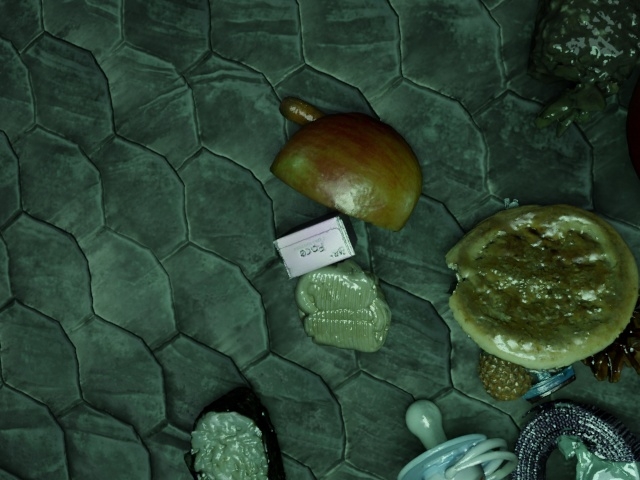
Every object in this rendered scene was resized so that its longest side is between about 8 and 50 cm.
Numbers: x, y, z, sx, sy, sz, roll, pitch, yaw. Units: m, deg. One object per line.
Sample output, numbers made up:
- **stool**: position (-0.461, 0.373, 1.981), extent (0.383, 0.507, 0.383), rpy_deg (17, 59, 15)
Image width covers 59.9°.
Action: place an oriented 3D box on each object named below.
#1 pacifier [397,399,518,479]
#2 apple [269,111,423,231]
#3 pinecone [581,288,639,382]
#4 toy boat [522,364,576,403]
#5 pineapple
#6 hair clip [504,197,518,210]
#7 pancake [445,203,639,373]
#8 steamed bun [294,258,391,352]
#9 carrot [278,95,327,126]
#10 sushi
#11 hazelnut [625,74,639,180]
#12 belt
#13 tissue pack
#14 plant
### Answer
- **pacifier**: position (0.278, 0.460, 1.251), extent (0.244, 0.299, 0.233), rpy_deg (-32, 50, 1)
- **apple**: position (0.066, -0.154, 1.244), extent (0.346, 0.179, 0.254), rpy_deg (22, 56, -3)
- **pinecone**: position (0.611, 0.186, 1.173), extent (0.229, 0.201, 0.202), rpy_deg (35, 108, -14)
- **toy boat**: position (0.514, 0.320, 1.267), extent (0.137, 0.060, 0.061), rpy_deg (-35, 63, 10)
- **pineapple**: position (0.385, 0.213, 1.251), extent (0.130, 0.119, 0.277), rpy_deg (-24, 93, -20)
- **hair clip**: position (0.429, -0.038, 1.266), extent (0.030, 0.039, 0.115), rpy_deg (8, 97, 12)
- **pancake**: position (0.437, 0.083, 1.133), extent (0.382, 0.071, 0.382), rpy_deg (-8, 57, 12)
- **steamed bun**: position (0.056, 0.137, 1.281), extent (0.218, 0.144, 0.211), rpy_deg (1, 110, 9)
- **carrot**: position (-0.012, -0.283, 1.312), extent (0.186, 0.060, 0.060), rpy_deg (28, 97, 2)
- **sushi**: position (-0.193, 0.542, 1.335), extent (0.211, 0.171, 0.350), rpy_deg (-16, 91, 8)
- **hazelnut**: position (0.781, -0.210, 1.039), extent (0.429, 0.402, 0.402), rpy_deg (34, 99, -18)
- **belt**: position (0.551, 0.515, 1.197), extent (0.260, 0.122, 0.325), rpy_deg (3, 85, 36)
- **tissue pack**: position (0.000, 0.000, 1.228), extent (0.148, 0.246, 0.092), rpy_deg (-21, 94, 9)
- **plant**: position (0.539, -0.367, 1.137), extent (0.213, 0.215, 0.312), rpy_deg (4, 89, 13)
